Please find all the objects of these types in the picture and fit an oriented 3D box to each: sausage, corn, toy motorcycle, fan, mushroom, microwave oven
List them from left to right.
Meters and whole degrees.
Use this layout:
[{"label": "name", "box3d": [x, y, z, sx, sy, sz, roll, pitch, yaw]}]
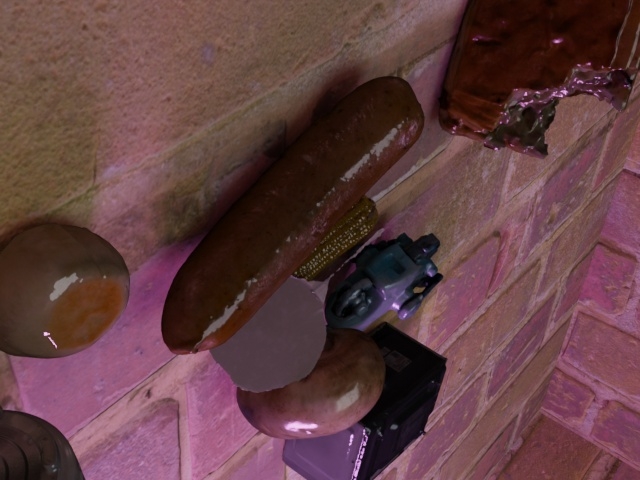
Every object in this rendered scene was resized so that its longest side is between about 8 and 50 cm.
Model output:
[{"label": "sausage", "box3d": [-0.036, -0.041, 1.125, 0.501, 0.136, 0.123, -47, 123, -20]}, {"label": "fan", "box3d": [-0.025, 0.084, 1.209, 0.310, 0.182, 0.010, -40, -169, -2]}, {"label": "mushroom", "box3d": [-0.013, 0.216, 1.337, 0.255, 0.184, 0.255, -32, 178, -1]}, {"label": "corn", "box3d": [0.000, 0.000, 1.283, 0.238, 0.080, 0.080, -36, 144, -32]}, {"label": "microwave oven", "box3d": [0.096, 0.336, 1.651, 0.295, 0.181, 0.237, -27, 138, -47]}, {"label": "toy motorcycle", "box3d": [0.099, 0.086, 1.477, 0.260, 0.154, 0.206, -31, 164, -32]}]

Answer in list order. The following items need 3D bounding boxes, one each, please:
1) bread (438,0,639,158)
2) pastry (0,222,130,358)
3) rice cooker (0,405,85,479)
[{"label": "bread", "box3d": [0.388, -0.321, 1.406, 0.191, 0.314, 0.370, -32, 138, -57]}, {"label": "pastry", "box3d": [-0.271, 0.057, 0.869, 0.156, 0.092, 0.156, -33, 142, -30]}, {"label": "rice cooker", "box3d": [-0.333, 0.314, 0.837, 0.241, 0.280, 0.227, -15, 127, -11]}]
